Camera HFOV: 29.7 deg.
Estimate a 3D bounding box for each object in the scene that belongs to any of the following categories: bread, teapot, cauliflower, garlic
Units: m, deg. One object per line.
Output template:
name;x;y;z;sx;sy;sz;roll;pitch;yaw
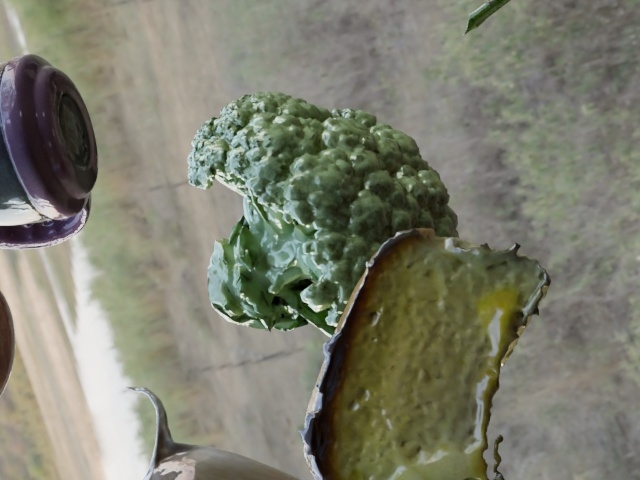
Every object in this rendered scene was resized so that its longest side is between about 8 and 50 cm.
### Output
bread;0.066;0.094;0.779;0.169;0.140;0.160;103;-177;-58
teapot;-0.235;-0.058;0.861;0.148;0.146;0.116;37;-139;-76
cauliflower;0.000;0.000;1.169;0.250;0.272;0.275;-37;69;31
garlic;-0.096;0.250;1.044;0.267;0.148;0.128;32;134;4

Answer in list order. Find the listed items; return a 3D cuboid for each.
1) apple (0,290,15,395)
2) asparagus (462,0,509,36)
apple;-0.448;0.117;1.393;0.188;0.188;0.173;127;143;-69
asparagus;0.316;-0.403;1.914;0.027;0.236;0.034;52;-171;-10
